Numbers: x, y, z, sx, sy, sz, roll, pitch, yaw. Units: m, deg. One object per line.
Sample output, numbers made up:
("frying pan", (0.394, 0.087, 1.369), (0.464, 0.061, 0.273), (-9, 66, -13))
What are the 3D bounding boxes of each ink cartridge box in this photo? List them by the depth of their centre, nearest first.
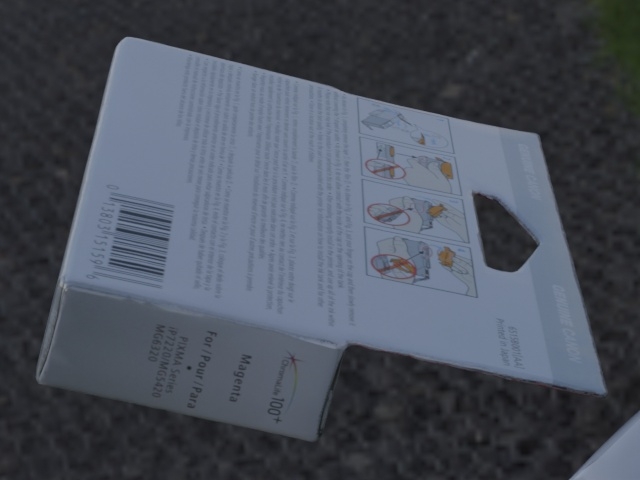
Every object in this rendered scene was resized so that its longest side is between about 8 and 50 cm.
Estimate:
("ink cartridge box", (0.000, 0.000, 0.881), (0.239, 0.060, 0.275), (14, 27, -7))

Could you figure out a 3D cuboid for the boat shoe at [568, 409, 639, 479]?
("boat shoe", (0.215, 0.066, 0.688), (0.301, 0.108, 0.102), (-23, 69, -34))
